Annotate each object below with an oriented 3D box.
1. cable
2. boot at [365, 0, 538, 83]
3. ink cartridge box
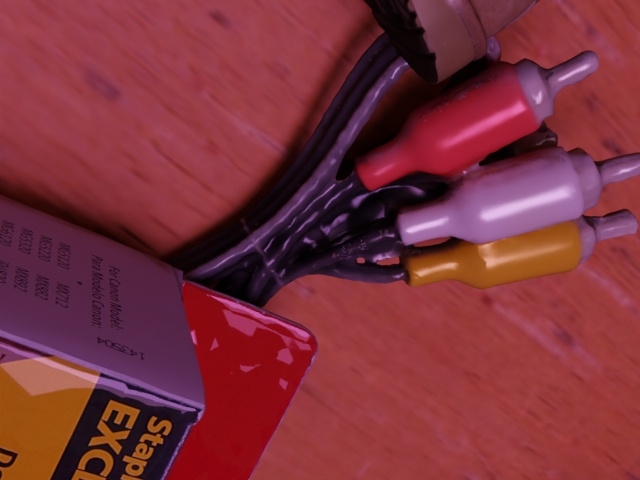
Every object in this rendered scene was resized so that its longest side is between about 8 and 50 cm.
[{"bbox_3d":[0.000,0.000,0.607,0.287,0.072,0.139,-27,126,-5],"label":"cable"},{"bbox_3d":[0.099,-0.220,0.527,0.269,0.089,0.236,-35,122,-5],"label":"boot"},{"bbox_3d":[-0.173,0.139,0.559,0.272,0.130,0.309,22,108,-17],"label":"ink cartridge box"}]
